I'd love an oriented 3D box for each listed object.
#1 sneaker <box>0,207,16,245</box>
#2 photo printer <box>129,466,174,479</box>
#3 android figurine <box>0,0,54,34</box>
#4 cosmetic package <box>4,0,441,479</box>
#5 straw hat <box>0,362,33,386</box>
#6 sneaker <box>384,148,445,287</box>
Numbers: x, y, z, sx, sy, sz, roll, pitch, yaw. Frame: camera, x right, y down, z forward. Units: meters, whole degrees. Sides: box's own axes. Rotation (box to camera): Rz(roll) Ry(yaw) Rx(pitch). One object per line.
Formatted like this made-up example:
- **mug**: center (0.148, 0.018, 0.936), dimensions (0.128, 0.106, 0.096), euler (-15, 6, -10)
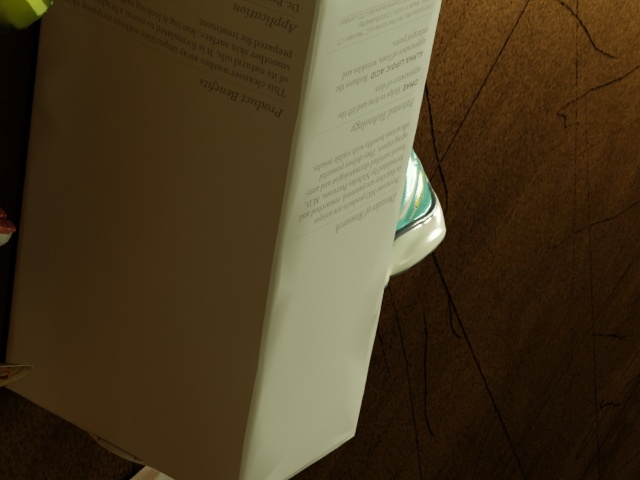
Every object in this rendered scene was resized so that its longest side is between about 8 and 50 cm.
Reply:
- **sneaker**: center (-0.266, -0.003, 1.136), dimensions (0.093, 0.088, 0.225), euler (-53, 159, 23)
- **photo printer**: center (-0.149, 0.354, 1.599), dimensions (0.256, 0.107, 0.308), euler (-42, 145, -38)
- **android figurine**: center (-0.246, -0.182, 0.914), dimensions (0.248, 0.056, 0.273), euler (-38, 123, 1)
- **cosmetic package**: center (-0.069, -0.043, 1.295), dimensions (0.156, 0.217, 0.385), euler (-29, 138, -49)
- **straw hat**: center (-0.255, 0.071, 1.216), dimensions (0.144, 0.144, 0.061), euler (-4, 75, -60)
- **sneaker**: center (0.000, 0.000, 1.614), dimensions (0.275, 0.107, 0.110), euler (-44, 127, -44)
